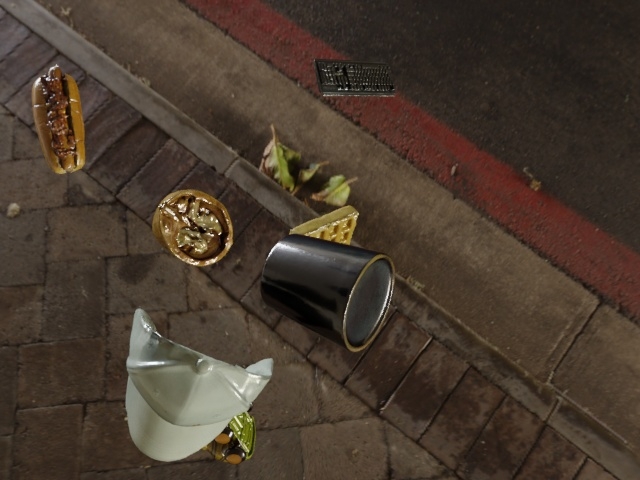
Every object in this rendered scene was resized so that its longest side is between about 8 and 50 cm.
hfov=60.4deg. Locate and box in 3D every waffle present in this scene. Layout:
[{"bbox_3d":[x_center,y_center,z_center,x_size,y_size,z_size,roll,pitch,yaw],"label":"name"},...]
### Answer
[{"bbox_3d":[0.000,0.000,1.839,0.247,0.221,0.055,-24,60,-24],"label":"waffle"}]

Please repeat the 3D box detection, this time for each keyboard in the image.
[{"bbox_3d":[0.084,-0.374,1.274,0.230,0.025,0.094,-12,88,-37],"label":"keyboard"}]

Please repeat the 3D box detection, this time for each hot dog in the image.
[{"bbox_3d":[-0.583,-0.273,1.222,0.102,0.076,0.250,-9,83,-8],"label":"hot dog"}]

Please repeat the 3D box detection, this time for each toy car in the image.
[{"bbox_3d":[-0.279,0.502,1.522,0.142,0.248,0.200,-16,27,10],"label":"toy car"}]

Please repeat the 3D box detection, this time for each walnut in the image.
[{"bbox_3d":[-0.170,-0.016,0.706,0.052,0.121,0.091,5,69,40],"label":"walnut"}]

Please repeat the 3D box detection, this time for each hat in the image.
[{"bbox_3d":[-0.240,0.275,0.935,0.257,0.168,0.302,23,111,-8],"label":"hat"}]

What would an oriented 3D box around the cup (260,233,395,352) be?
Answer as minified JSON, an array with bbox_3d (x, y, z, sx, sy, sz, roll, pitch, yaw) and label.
[{"bbox_3d":[0.011,0.109,0.942,0.176,0.240,0.166,17,38,30],"label":"cup"}]
